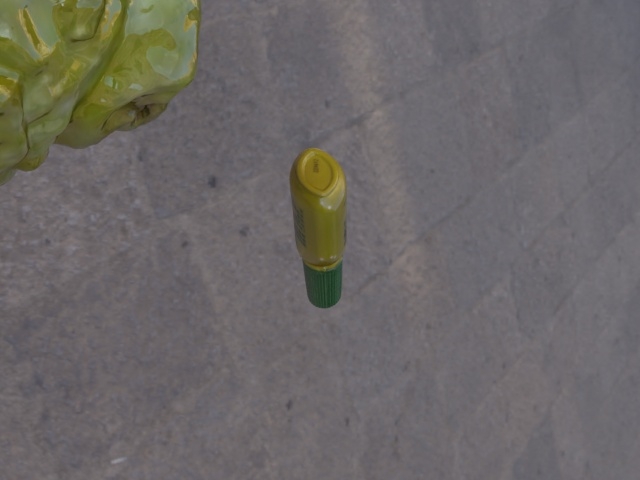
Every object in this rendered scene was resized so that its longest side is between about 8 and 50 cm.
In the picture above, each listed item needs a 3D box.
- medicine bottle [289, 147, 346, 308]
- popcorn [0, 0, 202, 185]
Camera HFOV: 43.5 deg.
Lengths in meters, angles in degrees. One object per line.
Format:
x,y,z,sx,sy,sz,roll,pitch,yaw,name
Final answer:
0.000,0.000,0.984,0.261,0.064,0.095,88,-12,-54,medicine bottle
-0.257,-0.166,0.555,0.312,0.312,0.313,-1,91,-51,popcorn
